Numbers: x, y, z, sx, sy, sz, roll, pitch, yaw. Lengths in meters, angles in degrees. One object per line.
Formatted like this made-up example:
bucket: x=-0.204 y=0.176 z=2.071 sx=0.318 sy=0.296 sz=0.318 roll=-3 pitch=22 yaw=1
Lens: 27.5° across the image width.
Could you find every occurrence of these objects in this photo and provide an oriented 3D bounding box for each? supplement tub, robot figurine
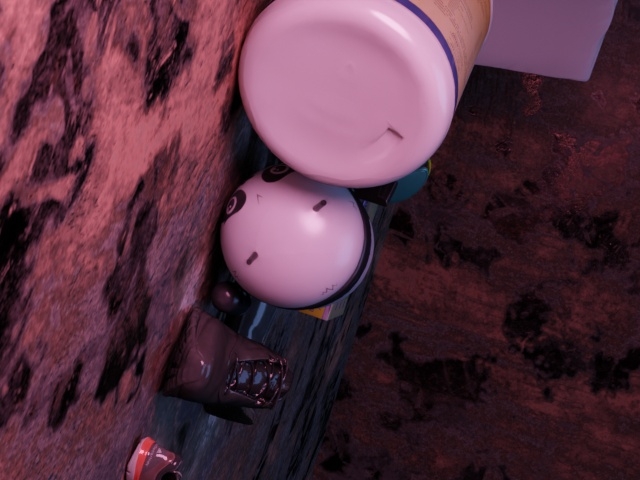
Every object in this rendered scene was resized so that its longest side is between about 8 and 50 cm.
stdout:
supplement tub: x=0.062 y=-0.228 z=1.421 sx=0.316 sy=0.228 sz=0.228 roll=-63 pitch=169 yaw=-50
robot figurine: x=-0.026 y=-0.004 z=1.559 sx=0.278 sy=0.173 sz=0.209 roll=23 pitch=74 yaw=-83

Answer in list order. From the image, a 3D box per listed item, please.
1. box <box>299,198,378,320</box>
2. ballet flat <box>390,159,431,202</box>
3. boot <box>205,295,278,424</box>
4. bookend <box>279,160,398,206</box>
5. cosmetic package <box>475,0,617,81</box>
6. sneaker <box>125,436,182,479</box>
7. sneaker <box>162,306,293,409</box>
box: x=0.000 y=0.000 z=1.979 sx=0.243 sy=0.117 sz=0.214 roll=6 pitch=102 yaw=-84
ballet flat: x=0.120 y=-0.124 z=1.874 sx=0.231 sy=0.077 sz=0.077 roll=102 pitch=-23 yaw=-74
boot: x=-0.099 y=0.138 z=1.807 sx=0.190 sy=0.076 sz=0.208 roll=97 pitch=6 yaw=-67
bookend: x=0.039 y=-0.148 z=1.740 sx=0.072 sy=0.156 sz=0.157 roll=-60 pitch=166 yaw=-58
cosmetic package: x=0.321 y=-0.524 z=2.085 sx=0.329 sy=0.327 sz=0.394 roll=96 pitch=6 yaw=-60
sneaker: x=-0.187 y=0.292 z=1.474 sx=0.061 sy=0.065 sz=0.158 roll=-64 pitch=169 yaw=-49
sneaker: x=-0.100 y=0.148 z=1.531 sx=0.286 sy=0.130 sz=0.109 roll=18 pitch=93 yaw=-82
